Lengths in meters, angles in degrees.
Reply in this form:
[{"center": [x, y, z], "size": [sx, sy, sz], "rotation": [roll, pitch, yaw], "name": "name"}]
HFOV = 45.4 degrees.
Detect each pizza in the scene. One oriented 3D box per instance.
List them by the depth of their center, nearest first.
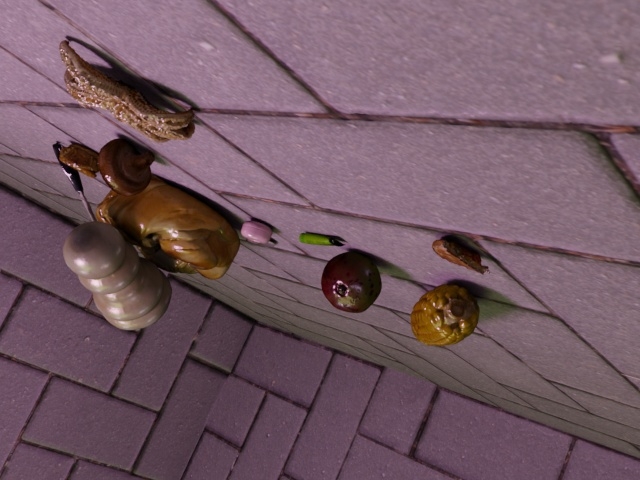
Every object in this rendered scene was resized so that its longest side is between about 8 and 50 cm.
[{"center": [0.214, 0.018, 1.239], "size": [0.100, 0.029, 0.099], "rotation": [32, 174, -22], "name": "pizza"}]

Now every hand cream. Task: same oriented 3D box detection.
[{"center": [0.000, 0.000, 1.585], "size": [0.036, 0.023, 0.122], "rotation": [21, 172, -38], "name": "hand cream"}]

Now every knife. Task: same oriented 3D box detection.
[{"center": [-0.147, -0.007, 1.864], "size": [0.081, 0.043, 0.336], "rotation": [18, 175, -2], "name": "knife"}]

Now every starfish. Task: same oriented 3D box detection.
[{"center": [-0.306, -0.216, 1.167], "size": [0.216, 0.071, 0.238], "rotation": [9, 155, 37], "name": "starfish"}]

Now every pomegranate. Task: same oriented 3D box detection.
[{"center": [0.063, 0.080, 1.609], "size": [0.129, 0.129, 0.159], "rotation": [28, -166, -14], "name": "pomegranate"}]

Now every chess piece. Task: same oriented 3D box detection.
[{"center": [-0.483, 0.072, 1.784], "size": [0.182, 0.182, 0.330], "rotation": [21, 158, 18], "name": "chess piece"}]

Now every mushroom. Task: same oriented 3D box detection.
[{"center": [-0.395, -0.148, 1.546], "size": [0.085, 0.109, 0.126], "rotation": [19, 152, 47], "name": "mushroom"}]

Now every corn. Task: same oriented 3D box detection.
[{"center": [0.244, 0.160, 1.564], "size": [0.121, 0.120, 0.363], "rotation": [24, 168, 4], "name": "corn"}]

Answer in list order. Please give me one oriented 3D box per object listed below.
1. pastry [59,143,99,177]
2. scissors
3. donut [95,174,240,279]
[{"center": [-0.563, -0.188, 1.812], "size": [0.097, 0.057, 0.109], "rotation": [15, 164, 46], "name": "pastry"}, {"center": [-0.581, -0.107, 1.876], "size": [0.299, 0.022, 0.109], "rotation": [60, 176, 12], "name": "scissors"}, {"center": [-0.369, -0.026, 1.868], "size": [0.361, 0.170, 0.360], "rotation": [25, 167, 6], "name": "donut"}]
